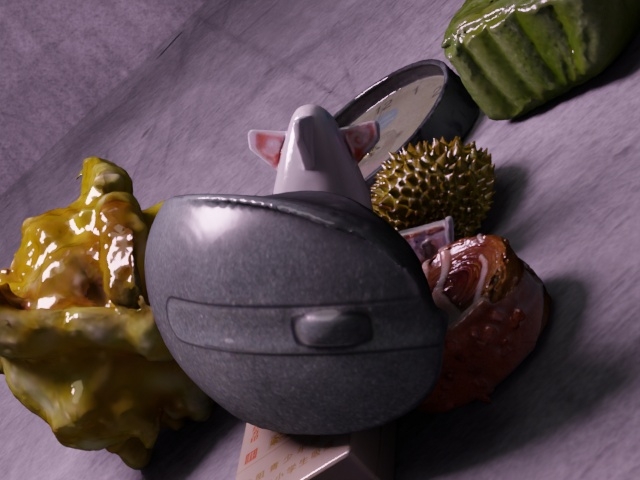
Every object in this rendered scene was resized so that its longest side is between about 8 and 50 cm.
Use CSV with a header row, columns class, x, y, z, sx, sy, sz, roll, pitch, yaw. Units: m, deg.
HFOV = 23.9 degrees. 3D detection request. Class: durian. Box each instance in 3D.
class,x,y,z,sx,sy,sz,roll,pitch,yaw
durian,0.086,-0.041,1.510,0.208,0.102,0.146,-29,29,45

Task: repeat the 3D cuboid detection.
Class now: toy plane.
class,x,y,z,sx,sy,sz,roll,pitch,yaw
toy plane,0.001,-0.001,1.402,0.252,0.252,0.118,-37,3,16

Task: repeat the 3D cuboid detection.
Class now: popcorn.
class,x,y,z,sx,sy,sz,roll,pitch,yaw
popcorn,-0.229,0.085,1.604,0.325,0.290,0.321,-33,10,29

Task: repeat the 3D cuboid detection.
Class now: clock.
class,x,y,z,sx,sy,sz,roll,pitch,yaw
clock,0.058,-0.101,1.750,0.280,0.055,0.280,-37,21,17

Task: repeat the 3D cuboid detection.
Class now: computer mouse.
class,x,y,z,sx,sy,sz,roll,pitch,yaw
computer mouse,-0.048,0.055,1.234,0.114,0.203,0.374,-17,12,-33

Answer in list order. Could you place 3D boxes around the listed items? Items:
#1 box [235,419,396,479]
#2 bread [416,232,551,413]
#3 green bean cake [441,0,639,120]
class,x,y,z,sx,sy,sz,roll,pitch,yaw
box,-0.003,0.171,1.296,0.141,0.058,0.201,-36,21,20
bread,0.112,0.071,1.257,0.160,0.073,0.160,-34,21,15
green bean cake,0.250,-0.252,1.584,0.222,0.125,0.248,-23,27,43
